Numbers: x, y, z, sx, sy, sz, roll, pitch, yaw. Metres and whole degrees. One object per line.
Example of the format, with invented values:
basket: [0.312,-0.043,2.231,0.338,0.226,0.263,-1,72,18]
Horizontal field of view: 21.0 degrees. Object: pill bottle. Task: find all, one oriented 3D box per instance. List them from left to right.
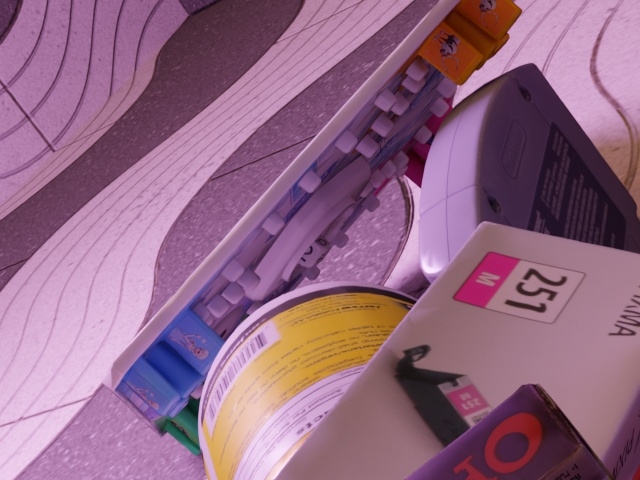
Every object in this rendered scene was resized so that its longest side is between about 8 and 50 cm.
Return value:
pill bottle: [0.039,0.154,0.973,0.188,0.188,0.334,-36,19,1]

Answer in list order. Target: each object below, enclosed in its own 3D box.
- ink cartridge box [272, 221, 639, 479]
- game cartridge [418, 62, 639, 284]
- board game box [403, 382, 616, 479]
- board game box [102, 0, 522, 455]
ink cartridge box: [0.137,0.097,0.796,0.239,0.060,0.275,12,32,23]
game cartridge: [0.148,-0.001,1.165,0.060,0.196,0.294,-27,19,25]
board game box: [-0.004,0.227,0.587,0.347,0.208,0.056,-39,33,3]
board game box: [0.000,0.000,1.344,0.390,0.050,0.390,-49,-8,-9]
